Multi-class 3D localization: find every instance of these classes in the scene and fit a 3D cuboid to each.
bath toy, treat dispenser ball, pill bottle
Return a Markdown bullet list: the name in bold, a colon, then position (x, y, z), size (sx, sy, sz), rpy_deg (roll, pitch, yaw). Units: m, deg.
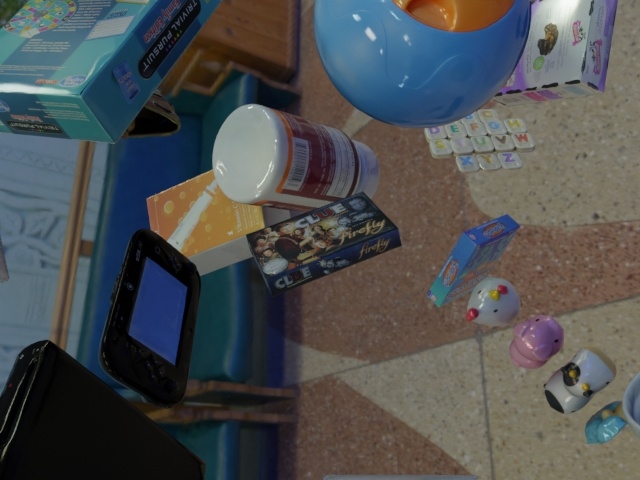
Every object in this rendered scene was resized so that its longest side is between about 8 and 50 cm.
- **bath toy**: position (0.395, 0.199, 1.124), size (0.348, 0.129, 0.151), rpy_deg (47, 128, 27)
- **treat dispenser ball**: position (0.134, -0.298, 0.852), size (0.288, 0.288, 0.288), rpy_deg (-30, 54, 52)
- **pill bottle**: position (-0.044, -0.181, 1.522), size (0.224, 0.392, 0.224), rpy_deg (-4, 84, 40)

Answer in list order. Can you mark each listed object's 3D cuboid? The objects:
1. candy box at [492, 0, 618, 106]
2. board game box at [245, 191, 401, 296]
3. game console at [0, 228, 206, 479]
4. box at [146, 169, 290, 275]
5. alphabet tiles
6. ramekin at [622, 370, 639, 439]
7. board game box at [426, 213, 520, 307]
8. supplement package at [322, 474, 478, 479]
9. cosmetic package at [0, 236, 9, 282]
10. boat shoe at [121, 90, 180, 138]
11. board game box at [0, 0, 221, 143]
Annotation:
- **candy box**: position (0.394, -0.329, 1.086), size (0.196, 0.070, 0.165), rpy_deg (7, 86, 56)
- **board game box**: position (0.000, 0.000, 1.134), size (0.165, 0.243, 0.042), rpy_deg (-125, 17, -57)
- **game console**: position (-0.176, 0.118, 0.589), size (0.044, 0.213, 0.361), rpy_deg (-23, 38, 16)
- **box**: position (-0.272, -0.058, 1.706), size (0.345, 0.168, 0.215), rpy_deg (-20, 70, 20)
- **alphabet tiles**: position (0.438, -0.283, 1.742), size (0.278, 0.284, 0.021), rpy_deg (-95, 1, -46)
- **ramekin**: position (0.455, 0.196, 0.686), size (0.207, 0.207, 0.109), rpy_deg (-21, 101, 55)
- **board game box**: position (0.346, 0.047, 1.432), size (0.047, 0.160, 0.210), rpy_deg (49, 140, 27)
- **supplement package**: position (0.071, 0.307, 0.482), size (0.194, 0.149, 0.203), rpy_deg (66, -157, -82)
- **cosmetic package**: position (-0.293, -0.090, 0.341), size (0.224, 0.138, 0.225), rpy_deg (107, 144, -70)
- **boat shoe**: position (-0.420, -0.272, 1.310), size (0.104, 0.307, 0.111), rpy_deg (44, 121, 22)
- **board game box**: position (-0.299, -0.283, 0.851), size (0.253, 0.079, 0.336), rpy_deg (10, 57, 27)
